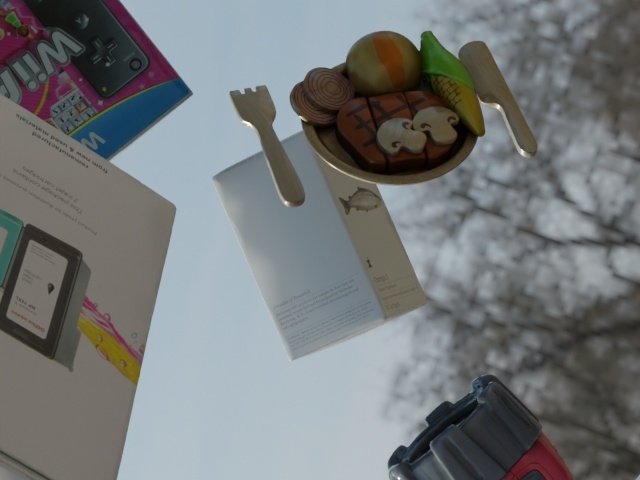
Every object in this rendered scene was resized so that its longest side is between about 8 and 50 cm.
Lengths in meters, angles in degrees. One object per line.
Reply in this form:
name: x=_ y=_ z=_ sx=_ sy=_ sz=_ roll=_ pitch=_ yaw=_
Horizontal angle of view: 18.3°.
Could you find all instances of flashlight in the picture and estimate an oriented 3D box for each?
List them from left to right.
flashlight: x=0.174 y=0.229 z=1.289 sx=0.103 sy=0.304 sz=0.103 roll=-38 pitch=6 yaw=30

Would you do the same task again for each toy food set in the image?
toy food set: x=0.046 y=-0.092 z=1.363 sx=0.038 sy=0.192 sz=0.132 roll=94 pitch=157 yaw=-49

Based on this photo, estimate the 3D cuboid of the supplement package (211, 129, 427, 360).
supplement package: x=0.000 y=0.000 z=1.760 sx=0.105 sy=0.105 sz=0.179 roll=-15 pitch=-99 yaw=-65

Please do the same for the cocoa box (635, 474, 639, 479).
cocoa box: x=0.344 y=0.234 z=1.079 sx=0.231 sy=0.347 sz=0.228 roll=-32 pitch=3 yaw=34

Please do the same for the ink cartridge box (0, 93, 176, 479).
ink cartridge box: x=-0.241 y=0.072 z=1.263 sx=0.198 sy=0.197 sz=0.270 roll=-40 pitch=28 yaw=36

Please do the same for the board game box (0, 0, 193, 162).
board game box: x=-0.287 y=-0.173 z=1.684 sx=0.224 sy=0.303 sz=0.097 roll=-39 pitch=6 yaw=-6
